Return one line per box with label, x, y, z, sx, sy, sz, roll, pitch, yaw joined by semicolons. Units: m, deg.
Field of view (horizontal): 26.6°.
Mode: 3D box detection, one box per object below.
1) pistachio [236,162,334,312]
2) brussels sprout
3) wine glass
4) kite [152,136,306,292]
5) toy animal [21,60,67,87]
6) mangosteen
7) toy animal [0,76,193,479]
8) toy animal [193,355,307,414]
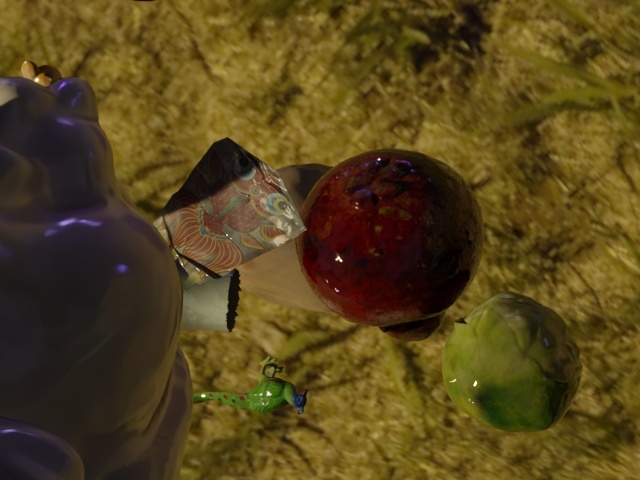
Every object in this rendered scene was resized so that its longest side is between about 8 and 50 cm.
pistachio;0.000;0.000;2.043;0.208;0.332;0.226;29;103;56
brussels sprout;0.206;0.143;1.504;0.151;0.122;0.149;-15;108;36
wine glass;-0.197;0.059;1.588;0.202;0.093;0.093;8;74;6
kite;-0.124;0.014;1.226;0.229;0.016;0.127;-44;64;-4
toy animal;-0.297;-0.149;1.454;0.081;0.060;0.083;-98;23;-55
mangosteen;0.084;0.018;1.553;0.215;0.257;0.215;-7;50;9
toy animal;-0.139;0.066;0.389;0.249;0.289;0.174;48;128;27
toy animal;-0.091;0.190;1.778;0.217;0.041;0.075;-2;53;40
